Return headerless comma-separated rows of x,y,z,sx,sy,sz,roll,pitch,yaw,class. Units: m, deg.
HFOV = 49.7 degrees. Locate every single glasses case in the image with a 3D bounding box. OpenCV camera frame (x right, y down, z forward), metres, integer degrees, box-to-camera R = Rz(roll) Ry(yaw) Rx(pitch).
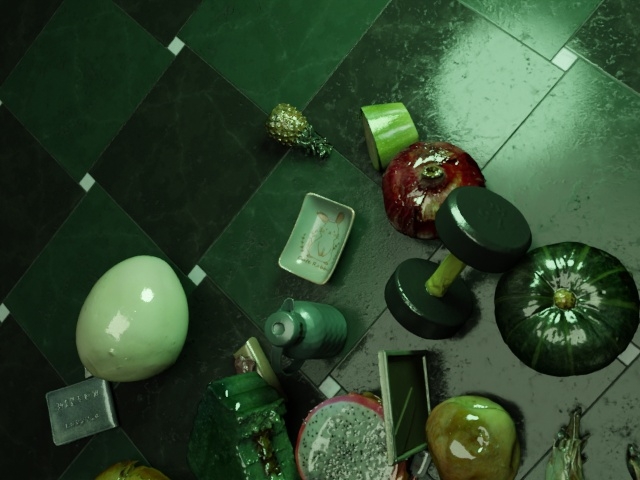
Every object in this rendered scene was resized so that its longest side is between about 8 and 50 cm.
-0.178,0.362,1.809,0.103,0.070,0.193,-35,71,14,glasses case

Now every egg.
-0.493,0.209,1.842,0.283,0.283,0.344,8,83,22,egg

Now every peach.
0.334,0.468,1.525,0.214,0.214,0.235,-3,89,21,peach

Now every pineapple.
-0.053,-0.286,1.853,0.198,0.108,0.108,34,95,10,pineapple

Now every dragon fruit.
0.090,0.494,1.635,0.291,0.189,0.290,-7,71,20,dragon fruit

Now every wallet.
-0.692,0.492,2.005,0.222,0.036,0.167,-20,75,17,wallet

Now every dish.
0.000,0.000,1.793,0.151,0.077,0.212,23,91,24,dish

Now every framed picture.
0.197,0.359,1.534,0.024,0.315,0.231,-9,78,22,framed picture

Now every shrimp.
0.602,0.534,1.486,0.247,0.085,0.360,-11,82,10,shrimp

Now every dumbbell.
0.296,0.054,1.531,0.203,0.204,0.322,47,134,20,dumbbell

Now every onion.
0.261,-0.122,1.635,0.252,0.219,0.251,-1,80,8,onion

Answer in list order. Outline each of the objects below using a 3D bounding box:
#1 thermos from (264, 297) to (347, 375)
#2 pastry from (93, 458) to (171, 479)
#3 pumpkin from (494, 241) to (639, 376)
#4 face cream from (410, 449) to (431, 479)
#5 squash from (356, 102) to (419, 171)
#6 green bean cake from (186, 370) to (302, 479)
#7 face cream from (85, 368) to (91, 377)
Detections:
-0.049,0.231,1.664,0.145,0.286,0.182,13,88,22,thermos
-0.504,0.768,1.829,0.356,0.164,0.355,-4,77,16,pastry
0.533,0.149,1.501,0.301,0.207,0.300,-10,64,20,pumpkin
0.236,0.539,1.650,0.040,0.021,0.083,23,90,22,face cream
0.167,-0.269,1.732,0.123,0.170,0.170,-23,74,1,squash
-0.168,0.512,1.671,0.308,0.169,0.300,42,124,34,green bean cake
-0.641,0.372,2.012,0.115,0.020,0.038,-15,71,21,face cream
